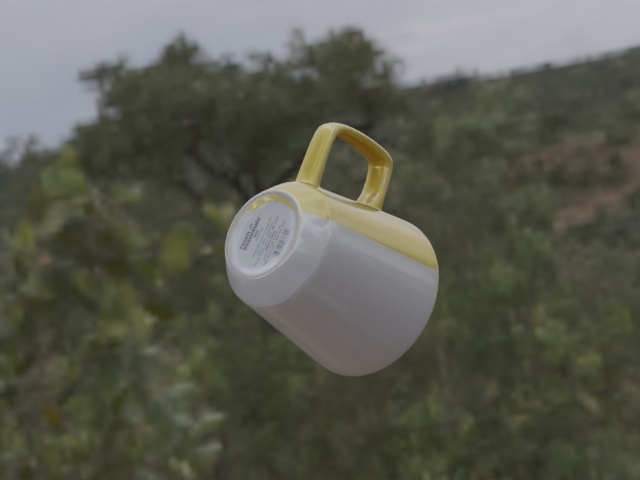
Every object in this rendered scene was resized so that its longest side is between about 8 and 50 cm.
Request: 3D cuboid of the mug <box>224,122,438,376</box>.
[{"bbox_3d":[-0.002,0.003,0.691,0.062,0.078,0.064,-32,-39,25],"label":"mug"}]
